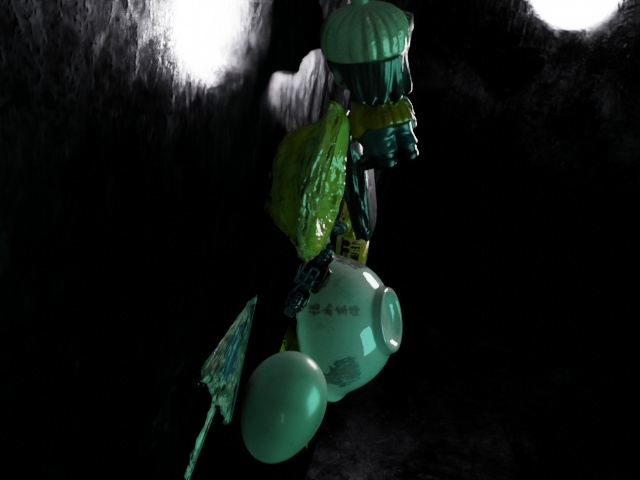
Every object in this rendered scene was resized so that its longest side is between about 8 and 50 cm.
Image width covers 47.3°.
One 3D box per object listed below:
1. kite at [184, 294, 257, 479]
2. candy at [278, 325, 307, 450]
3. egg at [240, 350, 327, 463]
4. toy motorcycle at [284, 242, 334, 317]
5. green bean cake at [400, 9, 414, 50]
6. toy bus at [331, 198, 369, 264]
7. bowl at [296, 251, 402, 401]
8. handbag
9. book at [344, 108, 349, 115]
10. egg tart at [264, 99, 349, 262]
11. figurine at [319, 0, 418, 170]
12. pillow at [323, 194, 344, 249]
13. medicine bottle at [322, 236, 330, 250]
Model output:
[{"bbox_3d":[-0.183,0.260,1.351,0.406,0.014,0.369,89,18,-63],"label":"kite"},{"bbox_3d":[-0.060,0.394,1.948,0.187,0.081,0.297,-66,145,-46],"label":"candy"},{"bbox_3d":[-0.084,0.368,1.604,0.183,0.182,0.264,-46,156,-73],"label":"egg"},{"bbox_3d":[-0.028,0.105,1.847,0.213,0.084,0.118,-58,179,-19],"label":"toy motorcycle"},{"bbox_3d":[0.214,-0.573,2.224,0.199,0.097,0.233,-67,168,-51],"label":"green bean cake"},{"bbox_3d":[0.092,0.020,2.361,0.336,0.122,0.121,96,12,-48],"label":"toy bus"},{"bbox_3d":[0.110,0.227,2.042,0.434,0.195,0.435,-7,90,-66],"label":"bowl"},{"bbox_3d":[0.098,-0.170,1.882,0.192,0.074,0.332,-72,155,-51],"label":"handbag"},{"bbox_3d":[0.020,-0.194,1.850,0.269,0.025,0.191,-64,167,-52],"label":"book"},{"bbox_3d":[-0.024,-0.117,1.386,0.315,0.120,0.315,13,90,-82],"label":"egg tart"},{"bbox_3d":[0.114,-0.314,1.447,0.204,0.185,0.333,-20,-88,66],"label":"figurine"},{"bbox_3d":[0.027,-0.085,1.859,0.232,0.043,0.126,-64,163,-54],"label":"pillow"},{"bbox_3d":[0.000,0.000,1.960,0.089,0.052,0.052,80,26,-72],"label":"medicine bottle"}]
